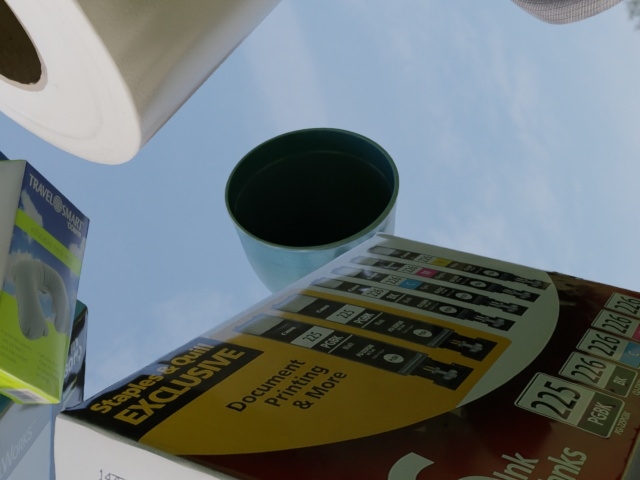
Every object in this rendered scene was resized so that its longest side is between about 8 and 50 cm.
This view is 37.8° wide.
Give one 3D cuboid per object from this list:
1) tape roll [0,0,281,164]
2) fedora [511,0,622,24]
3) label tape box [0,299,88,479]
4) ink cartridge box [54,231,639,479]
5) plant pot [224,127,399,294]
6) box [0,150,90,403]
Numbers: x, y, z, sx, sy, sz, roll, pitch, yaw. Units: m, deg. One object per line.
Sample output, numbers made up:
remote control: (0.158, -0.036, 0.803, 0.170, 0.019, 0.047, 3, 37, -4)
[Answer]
tape roll: (-0.137, -0.183, 0.494, 0.246, 0.246, 0.169, 45, -113, -16)
fedora: (0.287, -0.336, 0.918, 0.124, 0.275, 0.243, -3, -104, -34)
label tape box: (-0.293, 0.154, 0.787, 0.115, 0.347, 0.249, 14, -153, 4)
ink cartridge box: (0.020, 0.102, 0.480, 0.309, 0.272, 0.130, -27, -53, -60)
plant pot: (0.000, 0.000, 1.532, 0.255, 0.272, 0.271, 81, -156, -46)
box: (-0.224, 0.024, 0.709, 0.109, 0.043, 0.178, 61, -152, -62)
